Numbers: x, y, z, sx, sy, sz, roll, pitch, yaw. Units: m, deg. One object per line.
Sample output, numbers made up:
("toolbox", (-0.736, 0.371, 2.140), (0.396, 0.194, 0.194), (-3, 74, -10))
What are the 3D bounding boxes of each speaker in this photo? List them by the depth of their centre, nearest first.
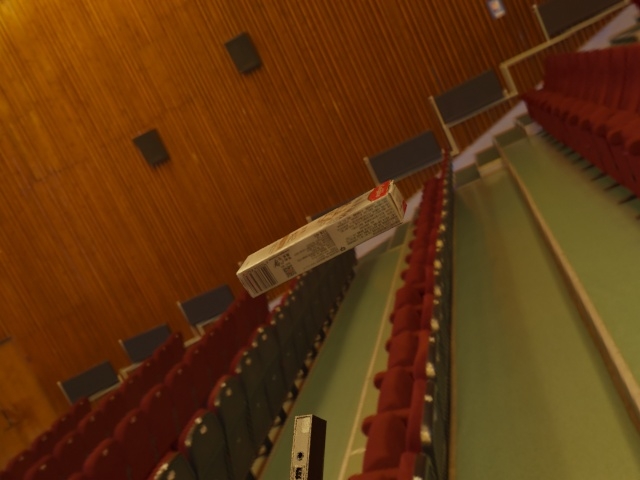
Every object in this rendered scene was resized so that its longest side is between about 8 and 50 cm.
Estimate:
("speaker", (-0.023, 0.388, 1.088), (0.040, 0.046, 0.191), (-16, 54, 32))

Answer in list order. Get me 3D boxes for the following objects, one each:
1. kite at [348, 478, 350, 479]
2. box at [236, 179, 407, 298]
("kite", (0.074, 0.337, 0.750), (0.010, 0.159, 0.190), (-51, 47, 4))
("box", (0.000, 0.000, 0.791), (0.218, 0.040, 0.055), (-28, 15, 20))
